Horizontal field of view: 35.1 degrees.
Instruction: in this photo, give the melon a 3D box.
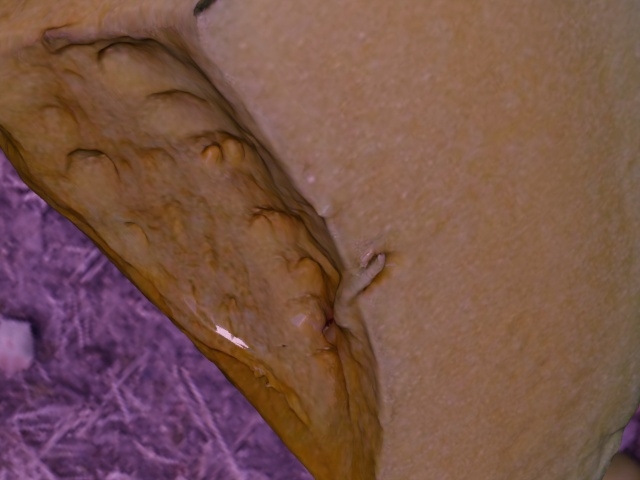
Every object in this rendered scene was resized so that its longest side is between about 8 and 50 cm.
[{"bbox_3d":[0.000,0.000,0.456,0.331,0.226,0.343,-14,131,22],"label":"melon"}]
